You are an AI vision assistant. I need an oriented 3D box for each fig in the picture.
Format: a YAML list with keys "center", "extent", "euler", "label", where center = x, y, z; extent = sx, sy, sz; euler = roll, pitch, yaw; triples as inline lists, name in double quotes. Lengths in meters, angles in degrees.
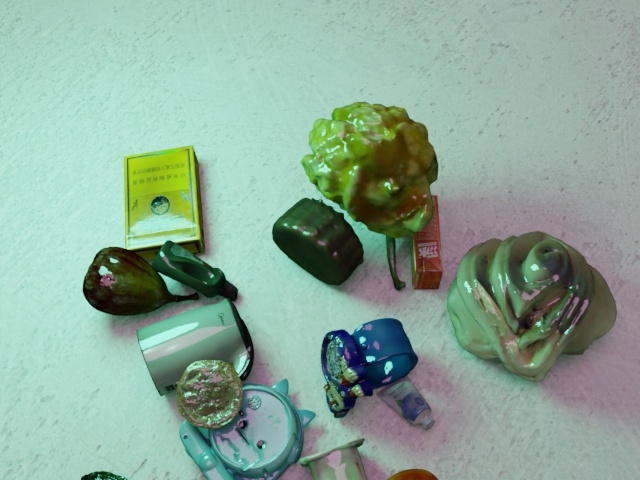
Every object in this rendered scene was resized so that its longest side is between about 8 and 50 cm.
- center: [-0.433, 0.116, 1.774]
  extent: [0.274, 0.145, 0.170]
  euler: [16, 37, -14]
  label: "fig"

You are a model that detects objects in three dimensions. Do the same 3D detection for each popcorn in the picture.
- center: [0.129, -0.170, 1.674]
  extent: [0.335, 0.274, 0.279]
  euler: [21, 83, -28]
  label: "popcorn"

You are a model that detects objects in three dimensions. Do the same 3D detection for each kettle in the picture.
- center: [-0.271, 0.259, 1.658]
  extent: [0.236, 0.161, 0.221]
  euler: [-20, 55, -11]
  label: "kettle"

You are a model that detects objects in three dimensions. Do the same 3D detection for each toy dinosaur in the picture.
- center: [0.143, -0.098, 1.909]
  extent: [0.087, 0.301, 0.447]
  euler: [-1, 25, -27]
  label: "toy dinosaur"

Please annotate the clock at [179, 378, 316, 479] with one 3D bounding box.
- center: [-0.151, 0.421, 1.597]
  extent: [0.274, 0.094, 0.223]
  euler: [-38, 66, -16]
  label: "clock"

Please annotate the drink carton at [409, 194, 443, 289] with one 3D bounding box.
- center: [0.259, 0.002, 1.808]
  extent: [0.071, 0.096, 0.223]
  euler: [1, 60, 2]
  label: "drink carton"

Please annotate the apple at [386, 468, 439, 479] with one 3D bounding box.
- center: [0.194, 0.544, 1.467]
  extent: [0.139, 0.163, 0.163]
  euler: [-29, 61, 6]
  label: "apple"

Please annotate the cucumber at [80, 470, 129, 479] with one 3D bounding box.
- center: [-0.357, 0.566, 1.527]
  extent: [0.359, 0.096, 0.096]
  euler: [18, 63, 12]
  label: "cucumber"

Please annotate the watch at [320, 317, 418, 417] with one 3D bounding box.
- center: [0.110, 0.271, 1.625]
  extent: [0.200, 0.196, 0.171]
  euler: [-10, 66, -23]
  label: "watch"

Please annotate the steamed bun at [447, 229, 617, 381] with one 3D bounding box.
- center: [0.474, 0.127, 1.638]
  extent: [0.352, 0.247, 0.339]
  euler: [38, 70, 17]
  label: "steamed bun"

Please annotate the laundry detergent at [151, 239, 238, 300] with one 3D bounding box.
- center: [-0.297, 0.087, 1.768]
  extent: [0.222, 0.144, 0.078]
  euler: [32, 99, -8]
  label: "laundry detergent"

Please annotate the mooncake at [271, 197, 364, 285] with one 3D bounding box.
- center: [0.000, 0.000, 1.757]
  extent: [0.228, 0.228, 0.124]
  euler: [31, 66, 19]
  label: "mooncake"

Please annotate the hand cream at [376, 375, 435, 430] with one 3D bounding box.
- center: [0.200, 0.366, 1.635]
  extent: [0.084, 0.053, 0.142]
  euler: [-35, 54, -14]
  label: "hand cream"

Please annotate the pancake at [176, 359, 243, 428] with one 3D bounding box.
- center: [-0.236, 0.330, 1.568]
  extent: [0.152, 0.025, 0.151]
  euler: [0, 76, -1]
  label: "pancake"

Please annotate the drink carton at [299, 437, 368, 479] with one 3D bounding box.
- center: [0.046, 0.504, 1.517]
  extent: [0.144, 0.146, 0.142]
  euler: [-19, 69, -6]
  label: "drink carton"

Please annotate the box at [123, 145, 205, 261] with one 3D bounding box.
- center: [-0.413, -0.097, 1.915]
  extent: [0.193, 0.084, 0.301]
  euler: [-10, 60, -1]
  label: "box"
